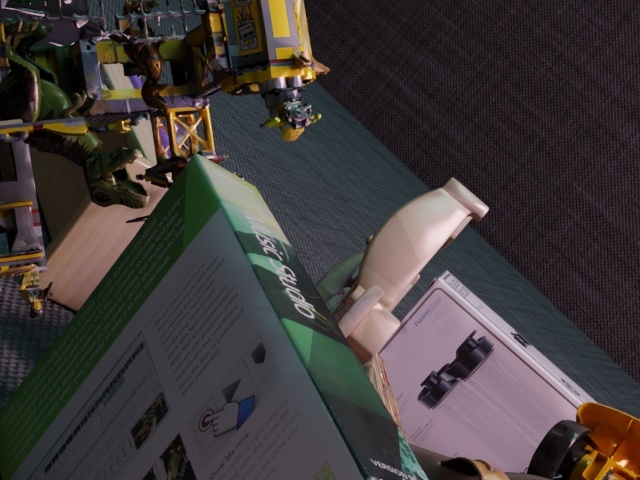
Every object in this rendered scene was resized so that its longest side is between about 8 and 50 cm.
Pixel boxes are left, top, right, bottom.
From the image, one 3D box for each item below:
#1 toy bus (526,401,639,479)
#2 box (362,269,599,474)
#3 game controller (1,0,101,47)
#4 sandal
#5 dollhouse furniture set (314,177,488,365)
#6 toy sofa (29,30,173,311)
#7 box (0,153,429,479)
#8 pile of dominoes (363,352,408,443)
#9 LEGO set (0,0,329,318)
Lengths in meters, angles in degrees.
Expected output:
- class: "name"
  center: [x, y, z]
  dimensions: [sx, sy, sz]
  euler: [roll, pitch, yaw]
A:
- class: "toy bus"
  center: [0.246, 0.297, 1.240]
  dimensions: [0.149, 0.220, 0.211]
  euler: [31, -25, 24]
- class: "box"
  center: [0.185, 0.187, 1.406]
  dimensions: [0.290, 0.169, 0.087]
  euler: [40, 12, 6]
- class: "game controller"
  center: [-0.303, -0.199, 1.001]
  dimensions: [0.319, 0.067, 0.166]
  euler: [3, 58, -50]
- class: "sandal"
  center: [0.126, 0.219, 1.153]
  dimensions: [0.219, 0.090, 0.060]
  euler: [18, -30, 25]
- class: "dollhouse furniture set"
  center: [0.000, 0.000, 1.048]
  dimensions: [0.174, 0.355, 0.303]
  euler: [41, -24, 2]
- class: "toy sofa"
  center: [-0.188, -0.064, 1.234]
  dimensions: [0.177, 0.150, 0.362]
  euler: [31, 15, -32]
- class: "box"
  center: [-0.078, 0.119, 0.715]
  dimensions: [0.058, 0.232, 0.322]
  euler: [30, 16, -33]
- class: "pile of dominoes"
  center: [0.085, 0.205, 1.030]
  dimensions: [0.196, 0.040, 0.251]
  euler: [-71, 146, -79]
- class: "LEGO set"
  center: [-0.155, -0.051, 0.878]
  dimensions: [0.331, 0.192, 0.255]
  euler: [-8, -2, -36]
